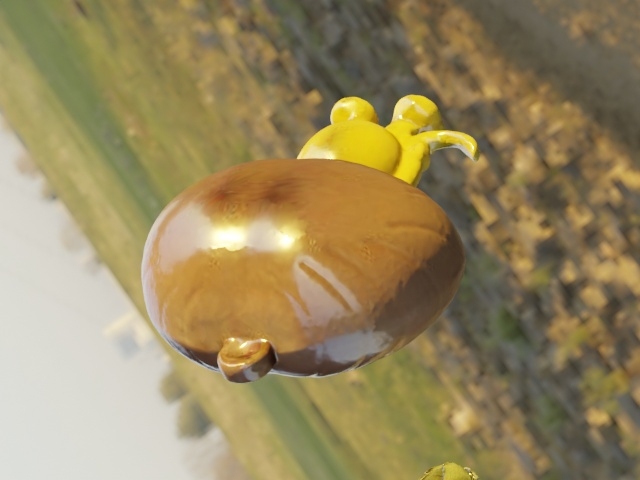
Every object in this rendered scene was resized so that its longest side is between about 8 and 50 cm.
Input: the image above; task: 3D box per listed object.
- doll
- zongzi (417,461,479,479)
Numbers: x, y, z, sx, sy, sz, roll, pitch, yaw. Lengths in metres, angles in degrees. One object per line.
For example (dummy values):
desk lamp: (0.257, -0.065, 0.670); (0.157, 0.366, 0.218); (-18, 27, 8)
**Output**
doll: (0.009, 0.000, 0.788); (0.145, 0.188, 0.096); (20, 133, 42)
zongzi: (0.065, 0.227, 1.406); (0.055, 0.109, 0.119); (44, 140, -18)
